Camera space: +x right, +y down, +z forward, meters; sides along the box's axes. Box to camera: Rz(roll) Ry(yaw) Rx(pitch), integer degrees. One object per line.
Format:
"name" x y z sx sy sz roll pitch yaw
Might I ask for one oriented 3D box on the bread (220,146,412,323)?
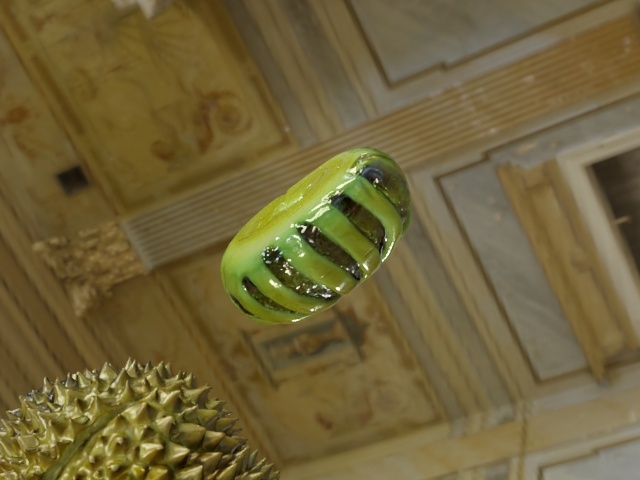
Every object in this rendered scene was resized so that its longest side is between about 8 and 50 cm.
"bread" 0.000 0.000 0.746 0.071 0.139 0.130 49 177 -9

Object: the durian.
"durian" -0.126 0.154 0.806 0.237 0.193 0.137 72 -178 -74
